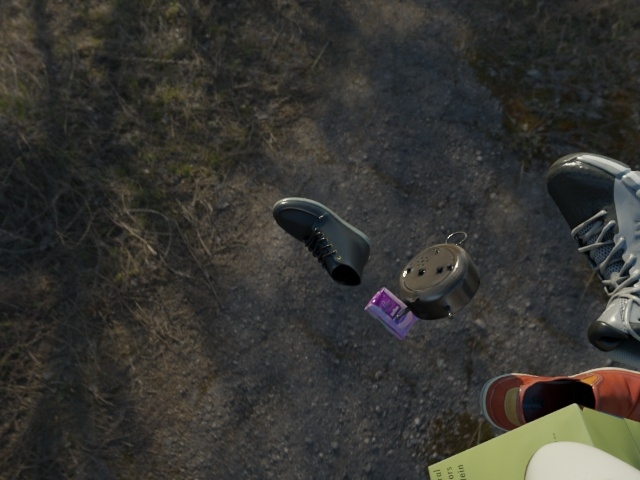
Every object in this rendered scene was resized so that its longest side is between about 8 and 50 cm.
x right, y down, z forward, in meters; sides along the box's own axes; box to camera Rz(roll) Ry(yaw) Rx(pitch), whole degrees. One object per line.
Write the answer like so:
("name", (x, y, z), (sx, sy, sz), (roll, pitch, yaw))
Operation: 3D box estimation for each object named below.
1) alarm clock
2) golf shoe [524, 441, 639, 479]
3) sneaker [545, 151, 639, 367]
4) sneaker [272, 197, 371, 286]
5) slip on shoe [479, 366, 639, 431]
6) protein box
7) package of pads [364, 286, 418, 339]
("alarm clock", (0.197, 0.050, 0.913), (0.129, 0.064, 0.192), (-10, 35, 45))
("golf shoe", (0.197, 0.188, 0.340), (0.105, 0.273, 0.120), (-28, 101, 3))
("sneaker", (0.262, 0.026, 0.486), (0.132, 0.086, 0.228), (-32, 66, -19))
("sneaker", (0.000, 0.000, 1.100), (0.222, 0.083, 0.118), (26, 37, -9))
("slip on shoe", (0.426, 0.266, 0.887), (0.331, 0.101, 0.123), (5, 80, -12))
("protein box", (0.245, 0.305, 0.558), (0.136, 0.201, 0.199), (22, 43, -30))
("package of pads", (0.122, 0.124, 0.941), (0.083, 0.032, 0.050), (41, 64, 3))
